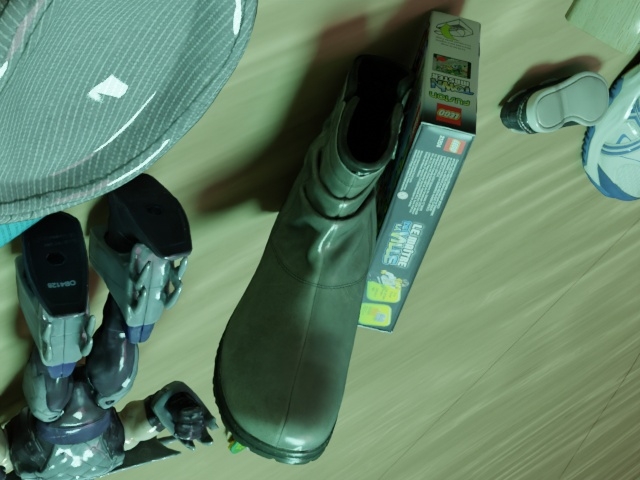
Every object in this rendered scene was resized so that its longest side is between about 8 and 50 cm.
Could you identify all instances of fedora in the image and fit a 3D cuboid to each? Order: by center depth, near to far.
[{"bbox_3d":[-0.108,-0.109,0.497,0.244,0.124,0.275,-4,136,-53],"label":"fedora"}]

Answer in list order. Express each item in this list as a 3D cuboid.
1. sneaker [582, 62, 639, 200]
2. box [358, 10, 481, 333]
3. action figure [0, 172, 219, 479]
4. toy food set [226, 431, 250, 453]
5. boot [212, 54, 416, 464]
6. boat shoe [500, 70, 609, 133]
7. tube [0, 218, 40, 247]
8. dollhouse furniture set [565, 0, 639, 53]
[{"bbox_3d":[0.333,-0.116,1.109,0.112,0.131,0.296,-29,153,-29],"label":"sneaker"},{"bbox_3d":[0.063,-0.043,0.870,0.207,0.036,0.114,108,-6,-47],"label":"box"},{"bbox_3d":[-0.153,0.096,0.782,0.185,0.099,0.285,-16,142,-30],"label":"action figure"},{"bbox_3d":[-0.049,0.161,1.131,0.082,0.020,0.083,-52,153,21],"label":"toy food set"},{"bbox_3d":[0.000,0.000,0.774,0.246,0.083,0.161,-78,-173,-45],"label":"boot"},{"bbox_3d":[0.194,-0.111,1.027,0.125,0.038,0.046,-23,108,-45],"label":"boat shoe"},{"bbox_3d":[-0.170,-0.023,0.641,0.207,0.052,0.080,-37,160,-22],"label":"tube"},{"bbox_3d":[0.213,-0.212,0.704,0.242,0.212,0.161,-54,173,-49],"label":"dollhouse furniture set"}]
